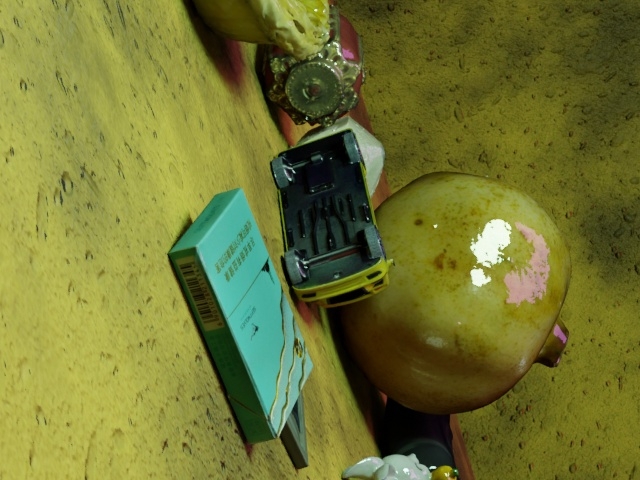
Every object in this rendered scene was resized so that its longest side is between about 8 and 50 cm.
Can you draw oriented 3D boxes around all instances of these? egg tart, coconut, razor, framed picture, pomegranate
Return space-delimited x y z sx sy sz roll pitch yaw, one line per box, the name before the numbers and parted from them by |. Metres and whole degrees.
egg tart | -0.113 -0.414 2.027 0.388 0.169 0.388 -20 90 -78
coconut | 0.033 -0.128 2.412 0.147 0.152 0.147 -17 90 -79
razor | 0.175 0.360 2.446 0.349 0.113 0.204 -92 164 -61
framed picture | -0.069 0.115 1.708 0.192 0.018 0.265 -97 166 -56
pomegranate | 0.230 0.082 2.328 0.416 0.416 0.417 -18 90 -82

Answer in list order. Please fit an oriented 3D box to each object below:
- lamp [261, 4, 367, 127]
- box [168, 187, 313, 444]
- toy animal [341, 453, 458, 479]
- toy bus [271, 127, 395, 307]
lamp | -0.010 -0.299 2.419 0.274 0.177 0.177 -87 158 -64
box | -0.081 0.079 1.532 0.162 0.041 0.229 -60 132 -62
toy animal | 0.112 0.352 2.022 0.127 0.131 0.182 -52 149 -37
toy bus | 0.024 -0.018 2.147 0.331 0.145 0.151 -100 170 -48
